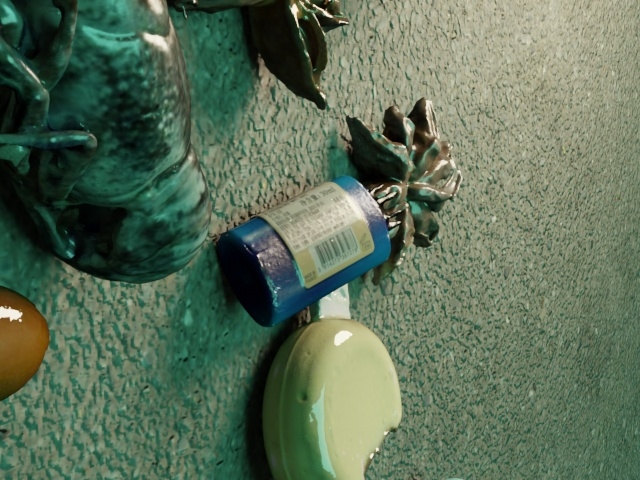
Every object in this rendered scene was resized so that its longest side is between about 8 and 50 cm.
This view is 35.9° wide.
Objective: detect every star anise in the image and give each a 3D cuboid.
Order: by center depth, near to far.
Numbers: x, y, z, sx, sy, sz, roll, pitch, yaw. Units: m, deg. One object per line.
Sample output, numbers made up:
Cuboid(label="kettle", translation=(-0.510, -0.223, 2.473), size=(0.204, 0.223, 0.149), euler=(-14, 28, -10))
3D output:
Cuboid(label="star anise", translation=(-0.040, -0.211, 0.775), size=(0.208, 0.063, 0.171), euler=(27, 69, -52))
Cuboid(label="star anise", translation=(0.079, -0.048, 0.980), size=(0.182, 0.065, 0.195), euler=(2, 102, -52))

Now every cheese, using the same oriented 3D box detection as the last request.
Cuboid(label="cheese", translation=(0.000, 0.109, 0.877), size=(0.163, 0.071, 0.248), euler=(-28, 107, -51))

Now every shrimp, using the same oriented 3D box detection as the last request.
Cuboid(label="shrimp", translation=(-0.155, -0.102, 0.529), size=(0.172, 0.137, 0.372), euler=(-75, 152, -44))

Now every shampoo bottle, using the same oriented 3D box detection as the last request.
Cuboid(label="shampoo bottle", translation=(0.000, 0.000, 0.843), size=(0.183, 0.050, 0.087), euler=(-28, 90, -40))

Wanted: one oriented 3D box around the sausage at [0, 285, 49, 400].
Cuboid(label="sausage", translation=(-0.230, 0.060, 0.511), size=(0.197, 0.076, 0.076), euler=(0, 96, -56))

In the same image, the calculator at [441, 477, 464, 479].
Cuboid(label="calculator", translation=(0.070, 0.450, 1.048), size=(0.256, 0.054, 0.386), euler=(9, 90, -64))
